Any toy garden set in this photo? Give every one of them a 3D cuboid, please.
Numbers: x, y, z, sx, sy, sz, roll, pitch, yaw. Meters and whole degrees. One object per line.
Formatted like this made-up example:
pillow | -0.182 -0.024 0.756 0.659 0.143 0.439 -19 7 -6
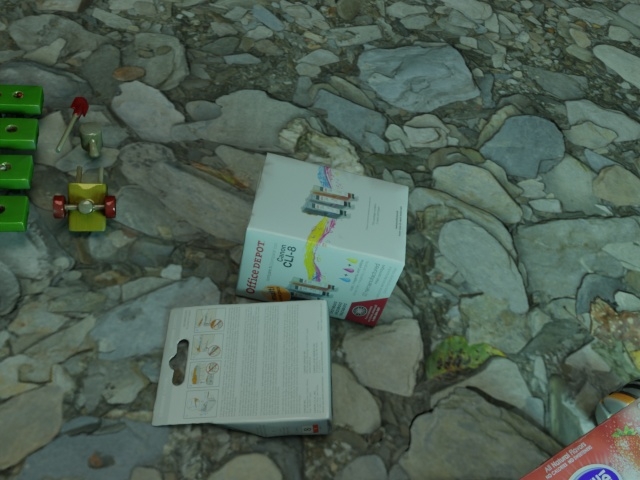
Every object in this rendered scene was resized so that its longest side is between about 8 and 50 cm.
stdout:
toy garden set | -0.357 -0.097 0.800 0.204 0.049 0.244 -1 50 -14

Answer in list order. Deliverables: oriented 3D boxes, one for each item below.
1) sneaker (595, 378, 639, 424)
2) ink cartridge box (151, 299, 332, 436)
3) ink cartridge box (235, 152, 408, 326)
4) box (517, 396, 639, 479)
sneaker | 0.415 0.233 0.711 0.083 0.084 0.215 -27 61 -38
ink cartridge box | -0.078 0.137 0.695 0.179 0.045 0.145 -5 50 4
ink cartridge box | 0.000 0.000 0.760 0.176 0.128 0.127 13 49 -3
box | 0.213 0.283 0.570 0.300 0.142 0.154 -20 58 -29
